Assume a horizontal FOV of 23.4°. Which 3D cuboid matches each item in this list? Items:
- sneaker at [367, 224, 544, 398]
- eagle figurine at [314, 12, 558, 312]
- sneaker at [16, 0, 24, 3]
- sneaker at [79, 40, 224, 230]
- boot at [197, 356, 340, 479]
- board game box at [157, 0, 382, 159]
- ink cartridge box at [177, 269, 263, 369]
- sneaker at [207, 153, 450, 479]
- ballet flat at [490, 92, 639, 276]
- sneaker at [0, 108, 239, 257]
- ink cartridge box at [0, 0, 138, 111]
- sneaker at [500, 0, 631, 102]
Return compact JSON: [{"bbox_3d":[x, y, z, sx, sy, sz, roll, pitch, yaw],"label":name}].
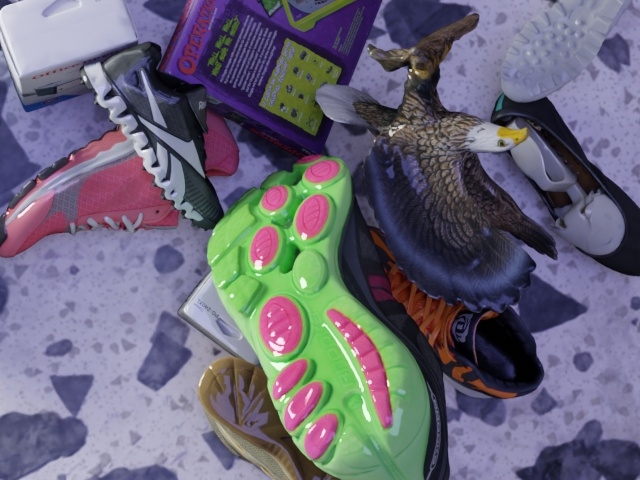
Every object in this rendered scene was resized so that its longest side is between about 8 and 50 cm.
[{"bbox_3d":[0.126,0.073,1.756,0.321,0.180,0.125,31,81,-10],"label":"sneaker"},{"bbox_3d":[0.145,-0.081,1.716,0.226,0.225,0.298,-19,105,-18],"label":"eagle figurine"},{"bbox_3d":[-0.324,-0.333,1.695,0.102,0.282,0.161,7,84,33],"label":"sneaker"},{"bbox_3d":[-0.155,-0.116,1.675,0.106,0.078,0.234,-33,113,4],"label":"sneaker"},{"bbox_3d":[-0.027,0.234,1.717,0.262,0.203,0.095,35,78,2],"label":"boot"},{"bbox_3d":[-0.034,-0.291,1.789,0.208,0.056,0.347,29,71,-23],"label":"board game box"},{"bbox_3d":[-0.099,0.089,1.744,0.109,0.150,0.063,38,82,-5],"label":"ink cartridge box"},{"bbox_3d":[0.012,0.093,1.611,0.185,0.483,0.202,-26,132,9],"label":"sneaker"},{"bbox_3d":[0.293,-0.057,1.843,0.280,0.096,0.095,50,125,2],"label":"ballet flat"},{"bbox_3d":[-0.227,-0.054,1.755,0.313,0.116,0.136,-35,93,-10],"label":"sneaker"},{"bbox_3d":[-0.280,-0.216,1.720,0.139,0.190,0.082,-19,88,-10],"label":"ink cartridge box"},{"bbox_3d":[0.300,-0.242,1.849,0.090,0.095,0.235,41,74,12],"label":"sneaker"}]
